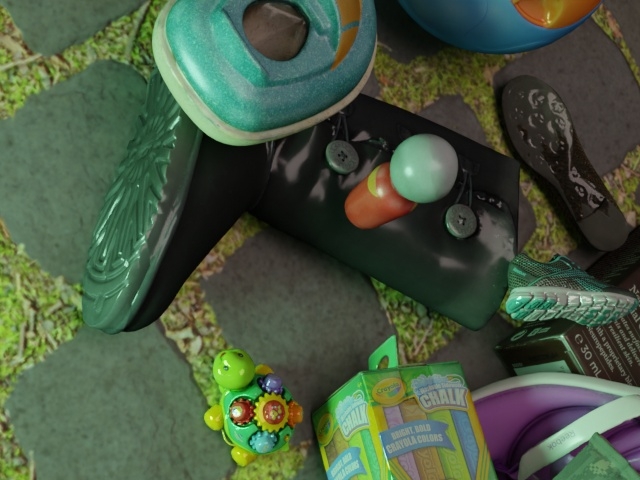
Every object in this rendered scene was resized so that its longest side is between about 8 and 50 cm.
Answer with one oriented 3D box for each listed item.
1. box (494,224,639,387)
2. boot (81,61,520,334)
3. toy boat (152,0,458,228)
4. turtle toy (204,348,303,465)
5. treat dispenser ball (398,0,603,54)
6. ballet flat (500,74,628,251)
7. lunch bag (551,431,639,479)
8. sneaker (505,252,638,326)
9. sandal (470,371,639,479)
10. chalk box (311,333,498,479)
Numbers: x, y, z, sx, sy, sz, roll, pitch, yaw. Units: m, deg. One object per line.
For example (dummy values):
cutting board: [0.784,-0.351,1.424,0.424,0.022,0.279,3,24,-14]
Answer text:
box: [0.418,0.101,1.674,0.381,0.143,0.191,-37,99,-31]
boot: [0.001,-0.002,1.471,0.445,0.146,0.367,26,71,-27]
toy boat: [0.005,-0.156,1.342,0.318,0.148,0.267,52,53,-3]
turtle toy: [-0.070,0.170,1.430,0.095,0.066,0.130,-42,102,-28]
treat dispenser ball: [0.207,-0.357,1.552,0.288,0.288,0.288,6,78,-28]
ballet flat: [0.303,-0.095,1.697,0.084,0.058,0.250,-34,93,6]
lunch bag: [0.316,0.387,1.397,0.235,0.169,0.287,-46,112,4]
sneaker: [0.279,0.049,1.509,0.166,0.065,0.076,8,58,-24]
sandal: [0.318,0.237,1.487,0.416,0.102,0.169,0,103,9]
chalk box: [0.083,0.210,1.456,0.132,0.132,0.213,-3,63,-29]
